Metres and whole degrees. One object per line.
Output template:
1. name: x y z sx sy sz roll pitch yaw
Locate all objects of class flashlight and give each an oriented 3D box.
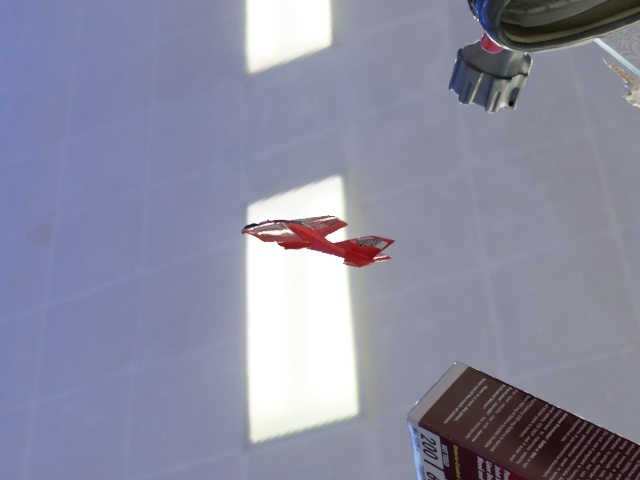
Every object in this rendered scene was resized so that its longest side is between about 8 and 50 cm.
1. flashlight: 0.233 -0.309 1.518 0.103 0.304 0.103 -12 -133 -30

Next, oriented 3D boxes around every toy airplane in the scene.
1. toy airplane: 0.000 0.000 1.072 0.151 0.151 0.028 12 -78 32

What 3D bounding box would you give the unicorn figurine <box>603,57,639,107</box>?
1. unicorn figurine: 0.343 -0.143 1.074 0.111 0.162 0.060 -7 -88 40

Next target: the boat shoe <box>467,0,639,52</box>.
1. boat shoe: 0.247 -0.206 0.815 0.302 0.114 0.091 -23 -143 14

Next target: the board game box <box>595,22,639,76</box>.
1. board game box: 0.341 -0.268 0.955 0.318 0.066 0.318 38 -79 3

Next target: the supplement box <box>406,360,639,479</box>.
1. supplement box: 0.183 0.196 0.877 0.239 0.130 0.073 22 -130 35
